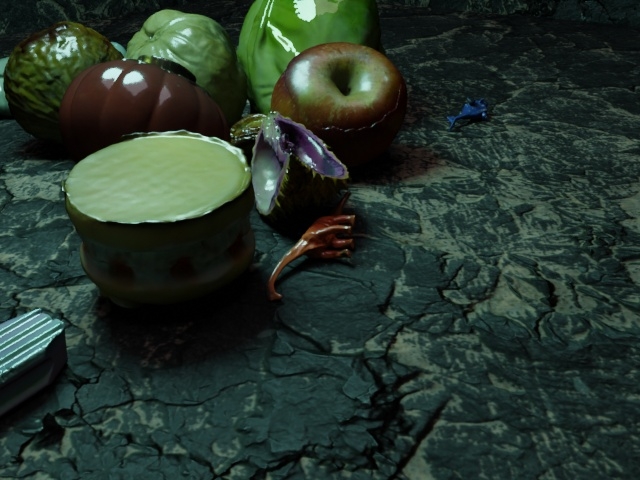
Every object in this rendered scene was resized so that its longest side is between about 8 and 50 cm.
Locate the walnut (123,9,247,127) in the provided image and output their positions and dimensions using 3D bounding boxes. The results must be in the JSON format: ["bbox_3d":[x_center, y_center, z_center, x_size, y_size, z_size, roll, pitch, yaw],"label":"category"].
[{"bbox_3d":[-0.307,-0.374,1.508,0.282,0.277,0.253,14,65,24],"label":"walnut"}]

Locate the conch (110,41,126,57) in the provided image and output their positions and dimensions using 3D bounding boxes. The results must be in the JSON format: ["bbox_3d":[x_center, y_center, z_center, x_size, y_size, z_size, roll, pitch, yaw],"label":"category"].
[{"bbox_3d":[-0.693,-0.529,2.017,0.221,0.120,0.185,-4,28,12],"label":"conch"}]

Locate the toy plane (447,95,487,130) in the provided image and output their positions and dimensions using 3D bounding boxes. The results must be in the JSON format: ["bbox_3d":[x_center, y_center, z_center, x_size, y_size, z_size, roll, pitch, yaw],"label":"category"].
[{"bbox_3d":[0.354,-0.302,1.577,0.167,0.054,0.062,-26,61,-38],"label":"toy plane"}]

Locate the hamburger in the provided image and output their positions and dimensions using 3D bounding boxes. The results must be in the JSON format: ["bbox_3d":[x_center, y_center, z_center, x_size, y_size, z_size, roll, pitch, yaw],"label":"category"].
[{"bbox_3d":[-0.237,-0.030,0.962,0.303,0.186,0.261,32,44,33],"label":"hamburger"}]

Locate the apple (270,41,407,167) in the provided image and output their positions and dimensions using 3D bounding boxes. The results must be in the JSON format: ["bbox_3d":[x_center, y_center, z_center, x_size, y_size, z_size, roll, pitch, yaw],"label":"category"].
[{"bbox_3d":[0.039,-0.263,1.334,0.272,0.206,0.251,-34,73,-21],"label":"apple"}]

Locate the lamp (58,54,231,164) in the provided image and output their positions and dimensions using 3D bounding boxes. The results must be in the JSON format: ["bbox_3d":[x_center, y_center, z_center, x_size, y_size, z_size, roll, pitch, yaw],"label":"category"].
[{"bbox_3d":[-0.310,-0.190,1.181,0.303,0.256,0.303,16,-9,3],"label":"lamp"}]

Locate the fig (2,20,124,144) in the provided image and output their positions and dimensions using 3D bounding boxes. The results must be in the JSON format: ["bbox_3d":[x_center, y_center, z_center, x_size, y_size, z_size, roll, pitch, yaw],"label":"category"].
[{"bbox_3d":[-0.523,-0.292,1.476,0.286,0.286,0.368,-23,63,-33],"label":"fig"}]

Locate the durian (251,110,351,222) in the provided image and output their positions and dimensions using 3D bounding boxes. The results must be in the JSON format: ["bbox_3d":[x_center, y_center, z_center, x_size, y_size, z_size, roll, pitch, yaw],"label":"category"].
[{"bbox_3d":[-0.056,-0.115,1.149,0.154,0.186,0.260,33,30,-27],"label":"durian"}]

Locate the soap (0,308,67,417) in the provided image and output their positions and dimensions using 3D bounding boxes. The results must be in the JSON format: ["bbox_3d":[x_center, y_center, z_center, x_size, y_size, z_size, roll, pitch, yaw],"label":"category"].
[{"bbox_3d":[-0.369,0.146,0.778,0.100,0.056,0.149,18,34,30],"label":"soap"}]

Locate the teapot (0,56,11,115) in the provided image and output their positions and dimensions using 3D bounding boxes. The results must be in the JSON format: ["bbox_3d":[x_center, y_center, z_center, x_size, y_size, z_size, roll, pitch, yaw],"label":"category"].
[{"bbox_3d":[-0.834,-0.403,1.761,0.220,0.149,0.318,-3,27,2],"label":"teapot"}]

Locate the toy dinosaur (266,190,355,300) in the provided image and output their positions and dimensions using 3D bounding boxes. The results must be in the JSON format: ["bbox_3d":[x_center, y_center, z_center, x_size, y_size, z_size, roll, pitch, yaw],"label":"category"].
[{"bbox_3d":[0.001,0.006,1.020,0.102,0.055,0.279,-2,28,22],"label":"toy dinosaur"}]

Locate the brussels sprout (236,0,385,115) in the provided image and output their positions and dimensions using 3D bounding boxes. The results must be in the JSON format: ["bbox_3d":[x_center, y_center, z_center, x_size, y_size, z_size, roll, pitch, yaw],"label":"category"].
[{"bbox_3d":[-0.025,-0.471,1.590,0.343,0.360,0.425,-10,28,-19],"label":"brussels sprout"}]

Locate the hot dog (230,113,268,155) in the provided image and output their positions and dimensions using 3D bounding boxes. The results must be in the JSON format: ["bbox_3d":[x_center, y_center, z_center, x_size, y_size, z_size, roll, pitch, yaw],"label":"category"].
[{"bbox_3d":[-0.149,-0.221,1.412,0.147,0.065,0.099,-12,42,17],"label":"hot dog"}]
